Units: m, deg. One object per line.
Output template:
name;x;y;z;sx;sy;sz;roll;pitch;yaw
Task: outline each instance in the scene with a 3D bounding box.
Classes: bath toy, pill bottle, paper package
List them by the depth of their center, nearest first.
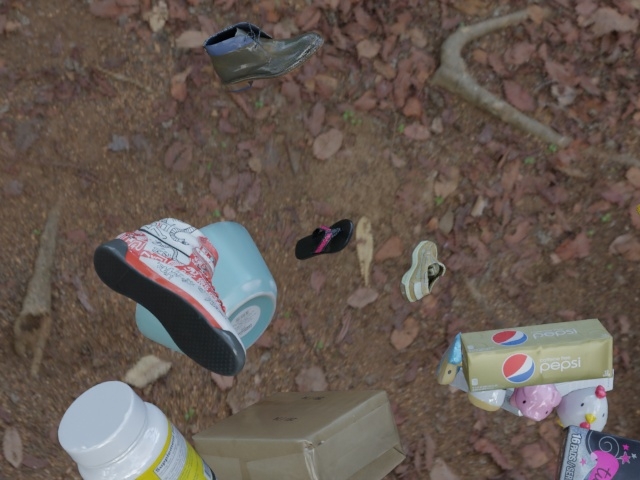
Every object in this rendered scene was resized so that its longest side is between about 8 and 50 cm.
pill bottle;-0.220;0.273;0.982;0.119;0.208;0.119;-17;38;14
bath toy;0.410;0.292;1.588;0.348;0.129;0.151;21;51;1
paper package;-0.043;0.429;1.638;0.309;0.325;0.168;-17;94;-53

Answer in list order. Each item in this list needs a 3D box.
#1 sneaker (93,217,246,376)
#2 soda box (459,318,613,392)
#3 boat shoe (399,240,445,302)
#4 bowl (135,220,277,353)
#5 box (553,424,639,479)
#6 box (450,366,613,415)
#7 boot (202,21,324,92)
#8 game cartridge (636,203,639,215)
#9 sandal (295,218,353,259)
sneaker;-0.171;0.064;1.111;0.270;0.090;0.145;35;39;20
soda box;0.272;0.145;1.018;0.181;0.061;0.058;-7;108;2
boat shoe;0.219;0.061;1.621;0.072;0.068;0.190;-12;29;28
bowl;-0.211;0.132;1.667;0.311;0.311;0.163;-40;61;-20
box;0.379;0.386;1.073;0.142;0.163;0.247;10;79;16
box;0.499;0.324;1.905;0.322;0.232;0.058;-5;102;-34
boot;-0.109;-0.352;1.463;0.219;0.106;0.082;-19;43;23
game cartridge;0.407;0.119;0.682;0.285;0.053;0.323;30;30;-38
sandal;0.000;0.000;1.743;0.040;0.179;0.067;24;56;-40
